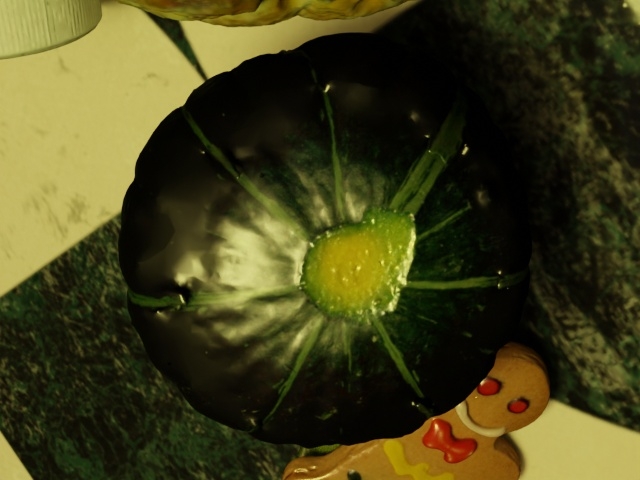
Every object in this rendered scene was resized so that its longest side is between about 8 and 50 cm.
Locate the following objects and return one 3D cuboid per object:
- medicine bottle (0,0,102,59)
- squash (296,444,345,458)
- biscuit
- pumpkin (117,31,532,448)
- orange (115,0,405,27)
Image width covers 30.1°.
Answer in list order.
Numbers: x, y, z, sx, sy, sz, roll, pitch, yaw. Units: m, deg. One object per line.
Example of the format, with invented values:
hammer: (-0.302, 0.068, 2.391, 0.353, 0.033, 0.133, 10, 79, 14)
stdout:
medicine bottle: (-0.281, -0.314, 0.906, 0.190, 0.190, 0.332, 6, 114, 28)
squash: (0.020, 0.172, 1.028, 0.066, 0.066, 0.252, 33, 124, 14)
biscuit: (0.086, 0.171, 0.964, 0.165, 0.036, 0.250, 34, 119, -21)
pumpkin: (0.000, 0.000, 0.868, 0.296, 0.296, 0.296, 13, 117, 25)
orange: (-0.031, -0.267, 0.744, 0.369, 0.210, 0.271, -9, 93, -9)
